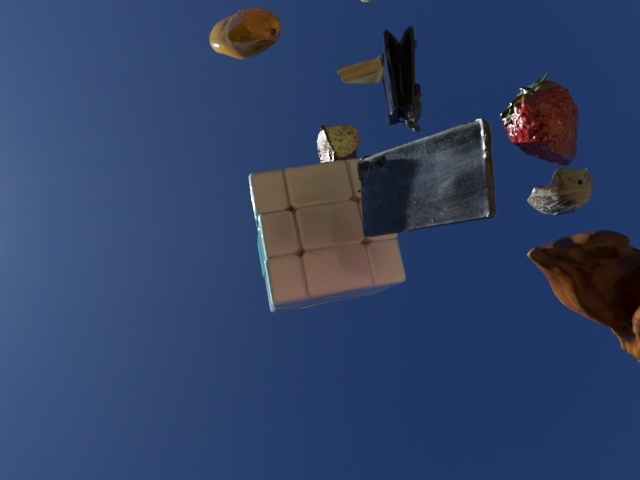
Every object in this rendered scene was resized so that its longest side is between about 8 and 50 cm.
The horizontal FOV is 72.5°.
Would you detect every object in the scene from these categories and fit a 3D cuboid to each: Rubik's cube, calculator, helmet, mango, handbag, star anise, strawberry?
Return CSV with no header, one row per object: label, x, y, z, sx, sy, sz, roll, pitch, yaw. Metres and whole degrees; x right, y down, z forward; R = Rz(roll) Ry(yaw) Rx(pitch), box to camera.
Rubik's cube,0.000,0.000,1.128,0.319,0.322,0.315,-10,-100,-9
calculator,0.166,-0.095,0.746,0.021,0.262,0.161,5,-99,-43
helmet,0.701,-0.125,1.253,0.153,0.177,0.107,-7,-120,-31
mango,-0.145,-0.379,0.801,0.098,0.190,0.075,-52,-43,-22
handbag,0.251,-0.476,1.353,0.118,0.326,0.269,-5,-85,9
star anise,0.236,0.063,0.283,0.196,0.212,0.111,33,-53,-16
strawberry,0.395,-0.204,0.762,0.148,0.131,0.131,37,-96,12

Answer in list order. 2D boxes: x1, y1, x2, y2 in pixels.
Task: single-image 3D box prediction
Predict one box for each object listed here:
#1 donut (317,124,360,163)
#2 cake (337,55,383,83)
donut,0.058,-0.280,1.393,0.126,0.144,0.186,-17,-78,-16
cake,0.109,-0.457,1.201,0.121,0.065,0.052,-15,-100,1
